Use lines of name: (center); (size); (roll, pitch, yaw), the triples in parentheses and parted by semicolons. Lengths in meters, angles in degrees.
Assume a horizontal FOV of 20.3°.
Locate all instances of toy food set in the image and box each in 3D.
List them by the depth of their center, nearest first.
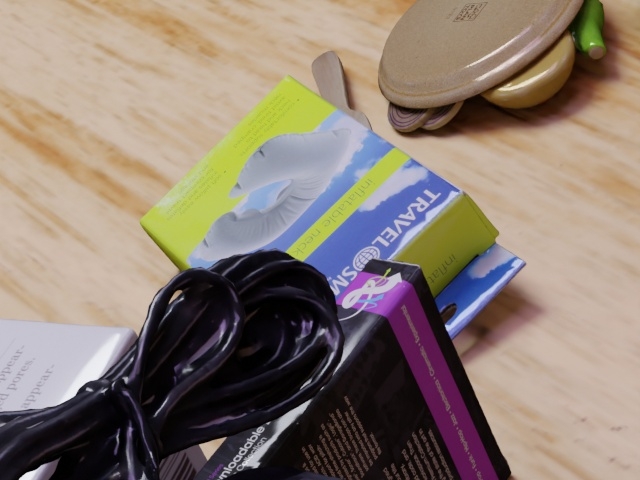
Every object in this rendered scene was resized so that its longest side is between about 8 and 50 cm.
toy food set: (0.088, -0.103, 0.933); (0.192, 0.038, 0.132); (-30, 30, 11)

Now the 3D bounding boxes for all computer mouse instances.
computer mouse: (0.006, 0.144, 0.542); (0.188, 0.272, 0.072); (-35, -8, -48)

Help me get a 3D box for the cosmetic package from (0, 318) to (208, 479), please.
cosmetic package: (-0.147, 0.129, 0.673); (0.184, 0.151, 0.151); (1, 44, 32)

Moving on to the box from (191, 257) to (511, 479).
box: (0.003, 0.102, 0.652); (0.029, 0.116, 0.162); (10, 48, 39)

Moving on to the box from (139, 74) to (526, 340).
box: (0.000, 0.000, 0.827); (0.109, 0.042, 0.178); (-45, 40, -6)
